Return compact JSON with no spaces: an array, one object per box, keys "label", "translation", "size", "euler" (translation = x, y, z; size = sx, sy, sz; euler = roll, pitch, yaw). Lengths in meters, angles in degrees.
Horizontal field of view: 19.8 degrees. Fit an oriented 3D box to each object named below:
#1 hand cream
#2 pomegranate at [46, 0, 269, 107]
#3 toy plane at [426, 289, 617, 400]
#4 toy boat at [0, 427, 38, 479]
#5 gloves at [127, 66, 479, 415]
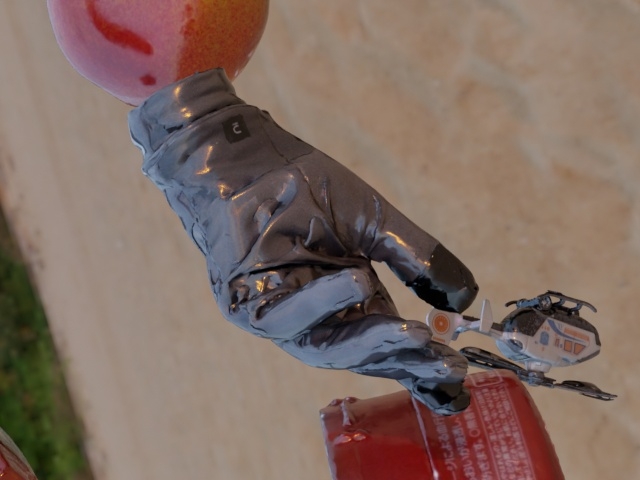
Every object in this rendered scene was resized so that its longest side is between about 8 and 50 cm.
[{"label":"hand cream","translation":[0.090,0.204,1.245],"size":[0.230,0.149,0.230],"euler":[165,90,-88]},{"label":"pomegranate","translation":[-0.147,-0.254,1.780],"size":[0.221,0.257,0.221],"euler":[32,-162,-12]},{"label":"toy plane","translation":[0.172,0.082,1.554],"size":[0.053,0.197,0.078],"euler":[-18,62,56]},{"label":"toy boat","translation":[-0.333,0.326,1.783],"size":[0.133,0.145,0.332],"euler":[28,120,49]},{"label":"gloves","translation":[-0.005,0.002,1.139],"size":[0.285,0.142,0.119],"euler":[46,150,24]}]
